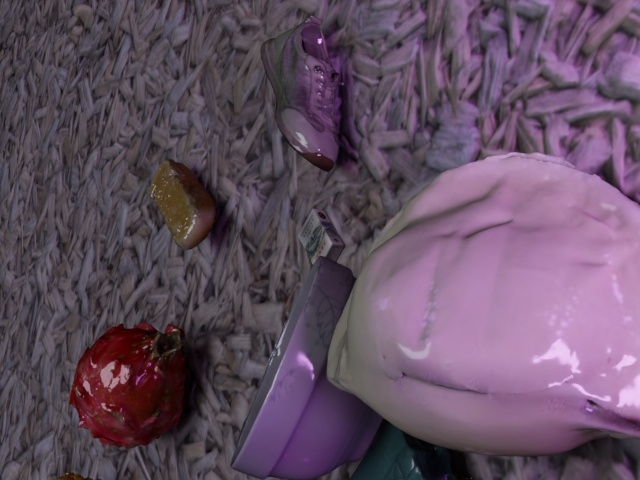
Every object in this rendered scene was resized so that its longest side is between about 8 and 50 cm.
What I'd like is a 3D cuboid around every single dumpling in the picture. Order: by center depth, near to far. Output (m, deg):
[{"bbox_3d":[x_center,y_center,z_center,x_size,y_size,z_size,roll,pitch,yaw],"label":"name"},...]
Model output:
[{"bbox_3d":[0.184,0.058,1.029,0.395,0.233,0.315,8,82,36],"label":"dumpling"}]

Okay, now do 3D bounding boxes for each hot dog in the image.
[{"bbox_3d":[-0.236,-0.063,1.824,0.084,0.073,0.242,-63,34,18],"label":"hot dog"}]

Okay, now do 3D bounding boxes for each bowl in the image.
[{"bbox_3d":[0.007,0.175,1.276,0.287,0.144,0.286,-157,90,-86],"label":"bowl"}]

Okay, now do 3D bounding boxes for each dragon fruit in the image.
[{"bbox_3d":[-0.321,0.242,1.768,0.268,0.210,0.205,-45,63,34],"label":"dragon fruit"}]

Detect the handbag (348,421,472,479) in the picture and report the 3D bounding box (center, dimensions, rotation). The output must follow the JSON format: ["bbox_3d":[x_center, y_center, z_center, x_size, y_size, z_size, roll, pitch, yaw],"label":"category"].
[{"bbox_3d":[0.105,0.383,1.176,0.274,0.100,0.268,-64,33,22],"label":"handbag"}]

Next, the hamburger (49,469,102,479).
[{"bbox_3d":[-0.426,0.580,1.862,0.319,0.158,0.318,-22,63,53],"label":"hamburger"}]

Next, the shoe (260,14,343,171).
[{"bbox_3d":[-0.015,-0.219,1.511,0.098,0.103,0.274,-39,51,30],"label":"shoe"}]

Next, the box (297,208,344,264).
[{"bbox_3d":[0.000,0.000,1.496,0.054,0.024,0.083,-59,39,27],"label":"box"}]
